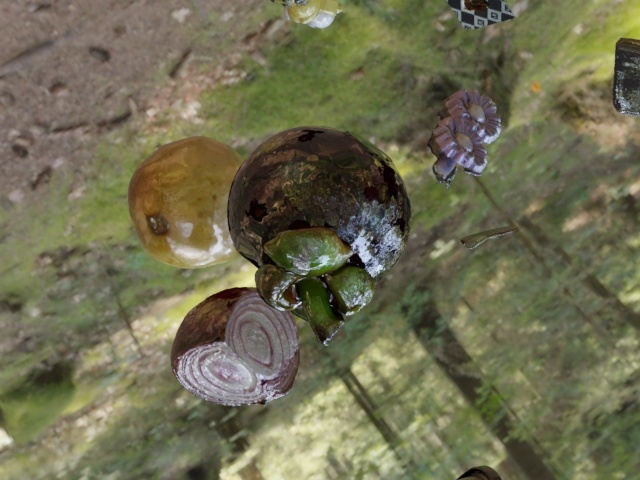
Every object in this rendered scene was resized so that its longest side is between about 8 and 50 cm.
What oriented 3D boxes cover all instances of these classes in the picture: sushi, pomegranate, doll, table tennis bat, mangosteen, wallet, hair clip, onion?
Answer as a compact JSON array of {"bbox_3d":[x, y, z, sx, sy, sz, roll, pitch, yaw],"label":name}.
[{"bbox_3d":[0.270,-0.430,1.626,0.120,0.126,0.026,0,-134,53],"label":"sushi"},{"bbox_3d":[-0.276,-0.081,2.014,0.307,0.307,0.307,-32,159,-14],"label":"pomegranate"},{"bbox_3d":[-0.035,-0.414,1.569,0.291,0.117,0.086,-18,123,-80],"label":"doll"},{"bbox_3d":[0.250,-0.005,1.428,0.087,0.013,0.156,-12,-178,25],"label":"table tennis bat"},{"bbox_3d":[-0.001,-0.027,1.438,0.311,0.311,0.311,-32,159,-14],"label":"mangosteen"},{"bbox_3d":[0.655,-0.263,1.586,0.042,0.310,0.165,-64,152,-30],"label":"wallet"},{"bbox_3d":[0.221,-0.165,1.464,0.084,0.106,0.292,-43,-172,34],"label":"hair clip"},{"bbox_3d":[-0.169,0.191,1.787,0.207,0.216,0.206,-15,-144,31],"label":"onion"}]

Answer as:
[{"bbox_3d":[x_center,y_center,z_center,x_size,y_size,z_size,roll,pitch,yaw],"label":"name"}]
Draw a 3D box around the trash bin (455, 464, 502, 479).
[{"bbox_3d":[0.169,0.506,1.510,0.250,0.219,0.219,-7,147,-19],"label":"trash bin"}]
